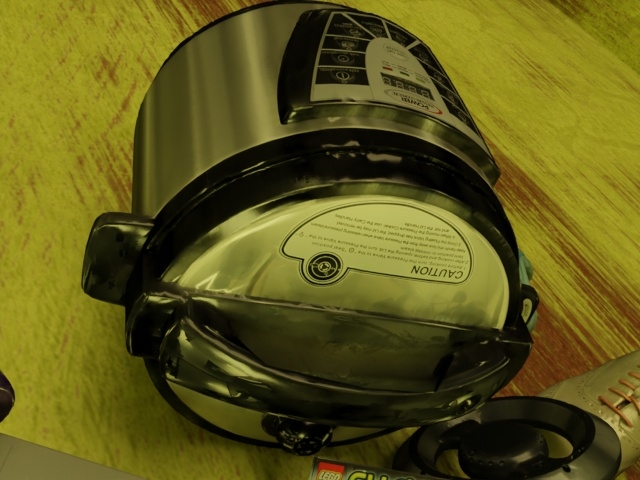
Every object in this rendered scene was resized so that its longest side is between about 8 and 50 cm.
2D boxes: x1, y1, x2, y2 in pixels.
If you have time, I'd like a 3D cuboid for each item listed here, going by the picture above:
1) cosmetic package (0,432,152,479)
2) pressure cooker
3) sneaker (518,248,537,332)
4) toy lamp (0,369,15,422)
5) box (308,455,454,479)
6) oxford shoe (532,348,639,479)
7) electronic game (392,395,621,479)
[{"bbox_3d":[-0.162,0.247,0.588,0.238,0.107,0.127,22,37,-14],"label":"cosmetic package"},{"bbox_3d":[0.000,0.005,0.792,0.420,0.369,0.375,-102,166,-48],"label":"pressure cooker"},{"bbox_3d":[0.216,0.085,1.043,0.150,0.135,0.366,30,34,7],"label":"sneaker"},{"bbox_3d":[-0.209,0.172,0.502,0.080,0.080,0.275,-5,52,-40],"label":"toy lamp"},{"bbox_3d":[0.083,0.261,0.684,0.207,0.036,0.114,5,60,15],"label":"box"},{"bbox_3d":[0.359,0.201,0.978,0.397,0.146,0.140,-14,55,-44],"label":"oxford shoe"},{"bbox_3d":[0.186,0.219,0.813,0.229,0.048,0.229,-13,11,3],"label":"electronic game"}]
